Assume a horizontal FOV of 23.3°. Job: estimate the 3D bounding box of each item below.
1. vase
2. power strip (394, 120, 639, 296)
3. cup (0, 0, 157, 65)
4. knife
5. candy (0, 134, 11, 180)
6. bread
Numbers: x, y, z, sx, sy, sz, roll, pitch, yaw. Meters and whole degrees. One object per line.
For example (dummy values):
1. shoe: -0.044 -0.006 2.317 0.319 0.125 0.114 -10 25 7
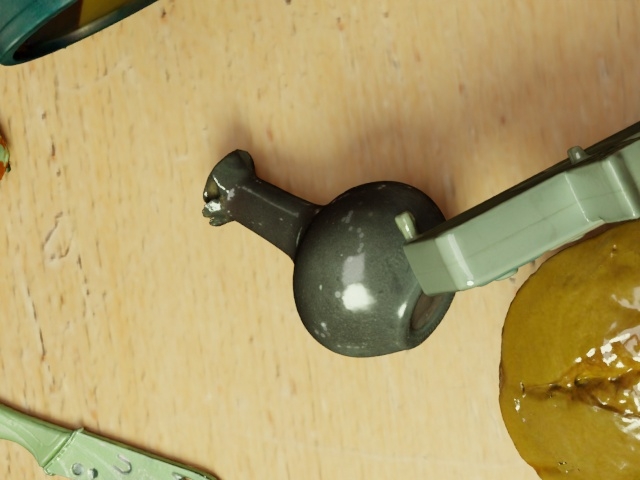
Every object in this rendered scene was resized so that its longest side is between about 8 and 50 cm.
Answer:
1. vase: 0.000 0.000 1.029 0.183 0.120 0.120 29 104 24
2. power strip: 0.161 -0.038 0.914 0.215 0.145 0.061 -28 94 -14
3. cup: -0.136 -0.305 0.933 0.308 0.242 0.292 -30 94 13
4. knife: -0.202 0.151 1.148 0.293 0.020 0.043 15 99 12
5. candy: -0.274 -0.120 1.123 0.055 0.049 0.185 -19 83 -14
6. bread: 0.244 0.073 0.952 0.269 0.142 0.195 -4 97 14
